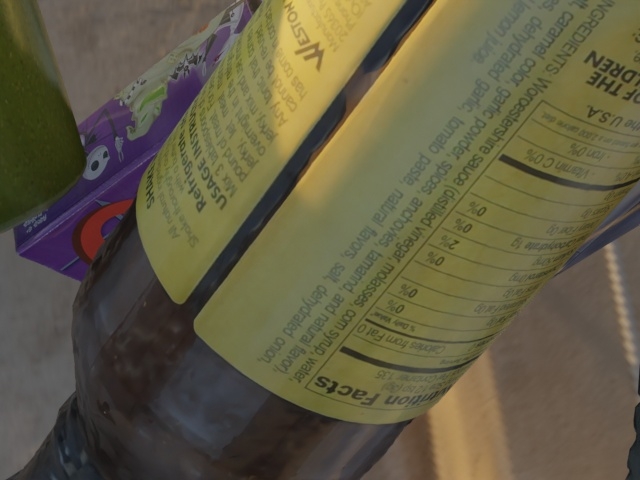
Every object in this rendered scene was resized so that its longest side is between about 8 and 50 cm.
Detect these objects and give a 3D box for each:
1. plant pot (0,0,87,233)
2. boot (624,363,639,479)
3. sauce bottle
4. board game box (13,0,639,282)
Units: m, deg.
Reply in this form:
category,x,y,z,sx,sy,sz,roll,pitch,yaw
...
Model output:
category,x,y,z,sx,sy,sz,roll,pitch,yaw
plant pot,-0.234,-0.143,0.586,0.275,0.275,0.293,-11,105,-10
boot,0.220,0.112,0.696,0.094,0.207,0.246,-18,117,-45
sauce bottle,0.000,0.000,0.527,0.111,0.344,0.111,27,35,-20
board game box,0.070,-0.060,0.722,0.208,0.347,0.056,30,38,-38
